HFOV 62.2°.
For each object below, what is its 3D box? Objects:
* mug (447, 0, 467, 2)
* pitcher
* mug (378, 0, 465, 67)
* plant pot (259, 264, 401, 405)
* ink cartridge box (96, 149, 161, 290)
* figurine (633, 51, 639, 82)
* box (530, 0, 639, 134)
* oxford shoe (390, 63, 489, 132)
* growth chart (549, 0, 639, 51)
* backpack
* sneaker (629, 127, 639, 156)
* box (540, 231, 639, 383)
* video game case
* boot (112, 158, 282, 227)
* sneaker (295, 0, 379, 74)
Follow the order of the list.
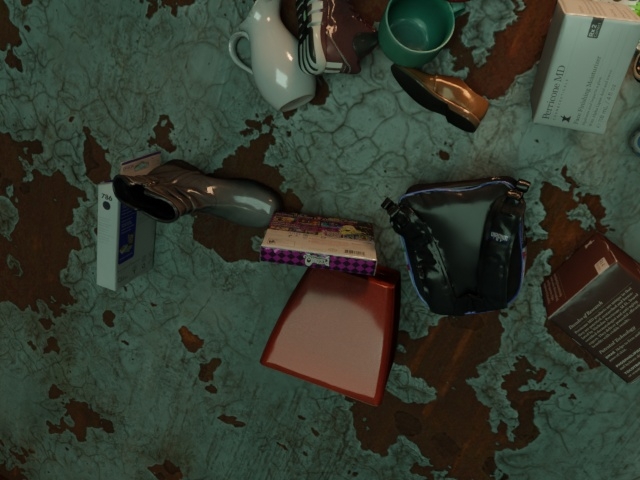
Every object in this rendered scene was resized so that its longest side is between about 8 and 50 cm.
[{"bbox_3d":[0.283,-0.500,0.944,0.169,0.113,0.151,18,119,6],"label":"mug"},{"bbox_3d":[-0.107,-0.371,1.113,0.177,0.125,0.207,-23,91,44],"label":"pitcher"},{"bbox_3d":[0.188,-0.395,1.005,0.157,0.097,0.130,5,85,-8],"label":"mug"},{"bbox_3d":[0.053,0.167,1.183,0.267,0.267,0.236,17,101,11],"label":"plant pot"},{"bbox_3d":[-0.471,-0.057,1.304,0.065,0.165,0.333,18,113,12],"label":"ink cartridge box"},{"bbox_3d":[0.672,-0.349,0.879,0.209,0.092,0.215,11,115,-5],"label":"figurine"},{"bbox_3d":[0.442,-0.302,0.904,0.118,0.182,0.181,13,124,13],"label":"box"},{"bbox_3d":[0.237,-0.302,1.058,0.212,0.076,0.076,35,85,6],"label":"oxford shoe"},{"bbox_3d":[0.554,-0.425,0.929,0.237,0.021,0.172,23,115,6],"label":"growth chart"},{"bbox_3d":[0.287,0.010,1.067,0.276,0.213,0.264,-4,100,25],"label":"backpack"},{"bbox_3d":[0.686,-0.171,0.944,0.236,0.086,0.085,2,108,15],"label":"sneaker"},{"bbox_3d":[0.575,0.127,1.039,0.203,0.168,0.167,39,116,1],"label":"box"},{"bbox_3d":[0.000,0.000,1.126,0.231,0.210,0.042,7,113,-1],"label":"video game case"},{"bbox_3d":[-0.275,-0.081,1.201,0.337,0.223,0.118,15,112,12],"label":"boot"},{"bbox_3d":[0.040,-0.455,1.049,0.162,0.106,0.282,2,86,-22],"label":"sneaker"}]
